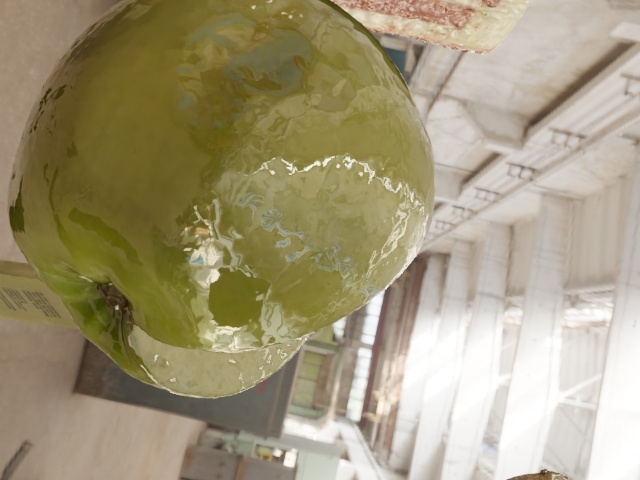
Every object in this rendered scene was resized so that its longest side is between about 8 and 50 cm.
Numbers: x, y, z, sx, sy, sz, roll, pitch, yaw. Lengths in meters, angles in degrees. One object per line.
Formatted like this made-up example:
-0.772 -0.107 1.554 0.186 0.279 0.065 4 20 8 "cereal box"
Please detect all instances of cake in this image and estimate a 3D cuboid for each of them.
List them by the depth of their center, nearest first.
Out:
0.101 -0.261 0.708 0.262 0.160 0.158 -28 160 -31 "cake"

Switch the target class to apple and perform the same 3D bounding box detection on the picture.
-0.069 -0.033 0.512 0.254 0.292 0.292 -49 162 -37 "apple"

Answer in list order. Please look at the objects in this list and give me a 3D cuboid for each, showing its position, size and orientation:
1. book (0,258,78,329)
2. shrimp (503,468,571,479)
-0.410 0.078 1.023 0.161 0.230 0.026 88 12 -58 "book"
0.145 0.249 0.599 0.152 0.287 0.063 -58 -148 -5 "shrimp"
